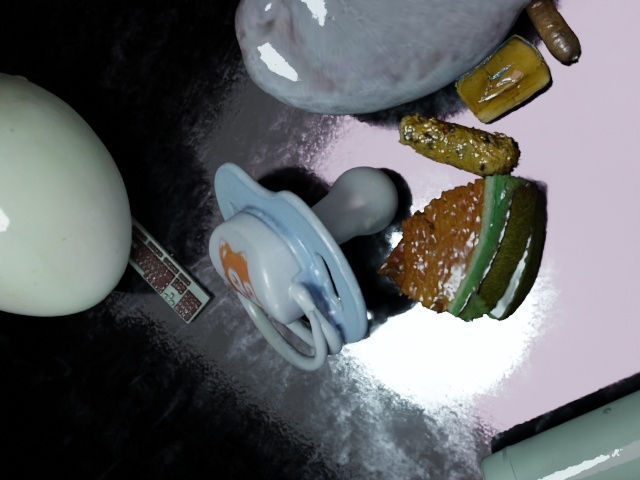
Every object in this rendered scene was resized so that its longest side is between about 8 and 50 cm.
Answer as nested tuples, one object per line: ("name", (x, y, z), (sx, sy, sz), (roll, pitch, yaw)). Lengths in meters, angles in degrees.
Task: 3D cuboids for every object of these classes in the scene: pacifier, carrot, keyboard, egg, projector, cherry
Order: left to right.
("egg", (-0.395, -0.053, 1.199), (0.345, 0.283, 0.283), (39, 104, -4))
("keyboard", (-0.222, 0.038, 1.284), (0.166, 0.017, 0.055), (44, 105, 10))
("pacifier", (0.000, 0.000, 1.137), (0.233, 0.244, 0.299), (-37, 36, -17))
("cherry", (0.052, -0.287, 1.037), (0.335, 0.291, 0.326), (30, 84, -1))
("carrot", (0.254, -0.279, 1.105), (0.035, 0.035, 0.165), (-34, 81, 17))
("projector", (0.353, 0.232, 1.068), (0.337, 0.108, 0.108), (-28, 85, 17))

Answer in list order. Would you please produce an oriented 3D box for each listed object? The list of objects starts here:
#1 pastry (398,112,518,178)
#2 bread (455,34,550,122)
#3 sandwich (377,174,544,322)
("pastry", (0.164, -0.112, 1.121), (0.140, 0.080, 0.056), (15, 86, 17))
("bread", (0.217, -0.192, 1.112), (0.106, 0.053, 0.072), (-34, 79, 22))
("sandwich", (0.176, -0.001, 1.118), (0.160, 0.109, 0.185), (25, 103, 35))
